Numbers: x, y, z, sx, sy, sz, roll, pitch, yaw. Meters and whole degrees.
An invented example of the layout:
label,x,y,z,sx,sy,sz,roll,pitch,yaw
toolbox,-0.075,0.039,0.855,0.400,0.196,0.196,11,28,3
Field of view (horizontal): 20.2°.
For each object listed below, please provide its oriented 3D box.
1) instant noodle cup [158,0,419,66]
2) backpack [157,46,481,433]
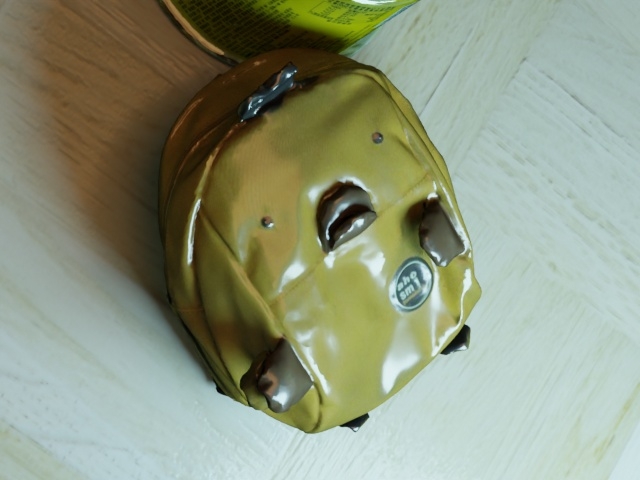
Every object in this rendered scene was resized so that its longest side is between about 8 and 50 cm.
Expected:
label,x,y,z,sx,sy,sz,roll,pitch,yaw
instant noodle cup,0.001,-0.339,1.810,0.326,0.254,0.325,1,87,-24
backpack,-0.005,0.000,1.801,0.353,0.201,0.378,-41,117,-24
